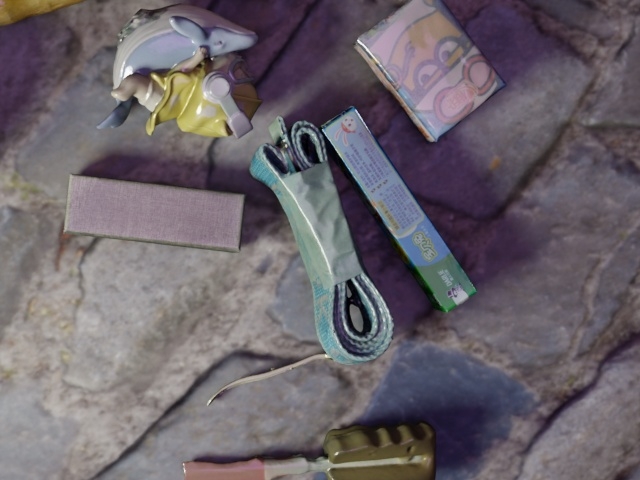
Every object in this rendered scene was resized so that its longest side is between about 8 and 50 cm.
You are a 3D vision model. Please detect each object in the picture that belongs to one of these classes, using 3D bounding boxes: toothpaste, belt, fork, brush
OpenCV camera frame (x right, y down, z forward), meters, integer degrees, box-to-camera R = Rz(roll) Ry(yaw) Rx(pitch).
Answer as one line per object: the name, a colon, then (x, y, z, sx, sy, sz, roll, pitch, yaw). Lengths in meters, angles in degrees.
toothpaste: (0.090, -0.037, 1.712, 0.050, 0.065, 0.266, -35, 96, -8)
belt: (0.000, 0.000, 1.679, 0.087, 0.072, 0.302, -21, 86, -11)
fork: (-0.032, 0.152, 1.708, 0.219, 0.034, 0.028, -23, 86, -9)
brush: (-0.012, 0.263, 1.699, 0.301, 0.071, 0.084, -3, 94, -5)

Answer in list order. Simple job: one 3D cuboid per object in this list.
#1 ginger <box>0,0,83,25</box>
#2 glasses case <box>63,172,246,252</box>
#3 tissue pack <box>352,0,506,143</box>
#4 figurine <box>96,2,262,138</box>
ginger: (-0.210, -0.323, 1.605, 0.348, 0.363, 0.122, -26, 70, 33)
glasses case: (-0.192, -0.030, 1.672, 0.205, 0.047, 0.071, 6, 85, -10)
tissue pack: (0.128, -0.209, 1.718, 0.115, 0.065, 0.155, -38, 97, -6)
figurine: (-0.161, -0.180, 1.642, 0.208, 0.128, 0.184, -35, 99, 0)
